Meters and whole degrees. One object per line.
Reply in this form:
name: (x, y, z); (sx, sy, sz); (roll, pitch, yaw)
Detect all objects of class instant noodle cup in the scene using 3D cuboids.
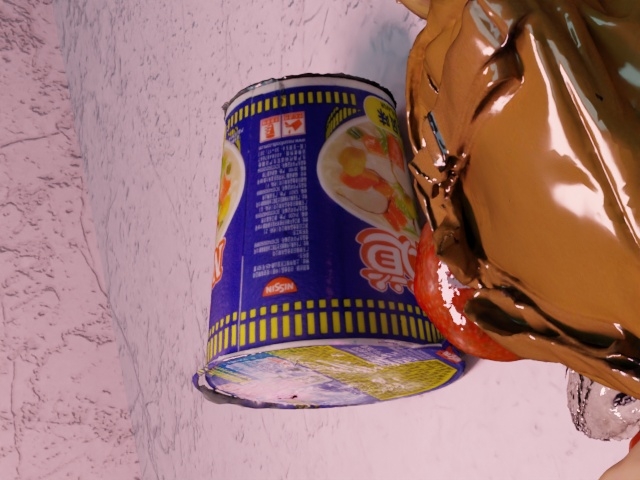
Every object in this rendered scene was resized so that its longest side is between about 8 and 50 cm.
instant noodle cup: (0.000, 0.000, 1.466); (0.284, 0.284, 0.312); (137, 133, -61)

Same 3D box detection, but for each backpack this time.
backpack: (0.189, -0.058, 0.961); (0.354, 0.201, 0.378); (69, 163, -9)

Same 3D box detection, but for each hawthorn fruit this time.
hawthorn fruit: (0.158, 0.026, 1.233); (0.194, 0.157, 0.157); (-132, 39, -81)

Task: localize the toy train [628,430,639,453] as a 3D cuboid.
toy train: (0.330, 0.230, 0.902); (0.086, 0.089, 0.409); (57, 165, -25)

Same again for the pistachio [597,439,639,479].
pistachio: (0.305, 0.153, 0.781); (0.299, 0.187, 0.188); (-19, 74, 30)

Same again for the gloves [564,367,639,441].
gloves: (0.247, 0.102, 1.119); (0.153, 0.070, 0.114); (138, 124, -61)

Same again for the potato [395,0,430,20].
potato: (0.137, -0.308, 1.112); (0.301, 0.288, 0.237); (25, 136, 45)
